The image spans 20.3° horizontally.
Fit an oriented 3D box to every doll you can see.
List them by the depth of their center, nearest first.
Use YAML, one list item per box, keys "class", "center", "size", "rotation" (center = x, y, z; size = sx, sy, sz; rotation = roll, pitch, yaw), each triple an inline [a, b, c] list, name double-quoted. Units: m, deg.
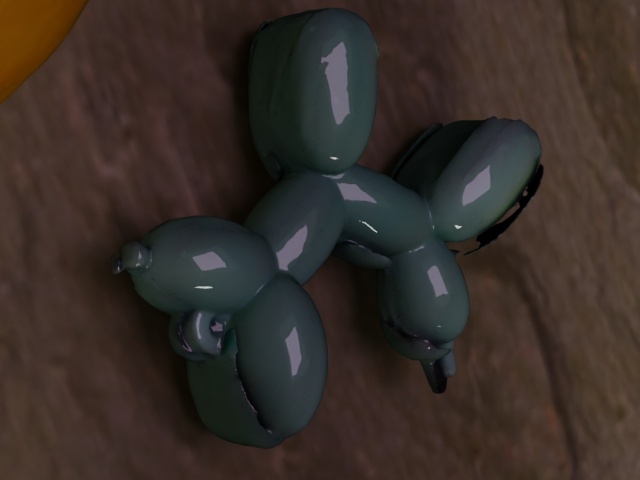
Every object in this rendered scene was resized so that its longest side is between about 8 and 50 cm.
- class: "doll"
  center: [0.000, 0.000, 0.655]
  size: [0.159, 0.059, 0.158]
  rotation: [22, 77, -35]

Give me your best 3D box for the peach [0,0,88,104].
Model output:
- class: "peach"
  center: [-0.175, -0.164, 0.396]
  size: [0.289, 0.289, 0.307]
  rotation: [-11, 100, -36]
